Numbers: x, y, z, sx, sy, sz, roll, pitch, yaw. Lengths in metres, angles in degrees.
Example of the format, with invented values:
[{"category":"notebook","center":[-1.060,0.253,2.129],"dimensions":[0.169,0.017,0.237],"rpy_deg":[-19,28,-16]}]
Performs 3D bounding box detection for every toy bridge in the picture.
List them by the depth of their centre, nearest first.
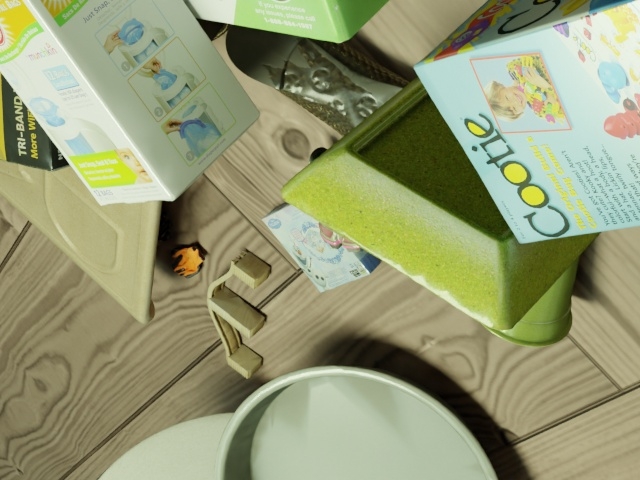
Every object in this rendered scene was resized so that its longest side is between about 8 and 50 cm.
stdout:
[{"category":"toy bridge","center":[-0.087,0.072,1.566],"dimensions":[0.063,0.026,0.188],"rpy_deg":[36,148,19]}]

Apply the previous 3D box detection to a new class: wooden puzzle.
[{"category":"wooden puzzle","center":[-0.260,-0.109,1.500],"dimensions":[0.322,0.080,0.348],"rpy_deg":[41,154,17]}]

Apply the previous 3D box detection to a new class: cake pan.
[{"category":"cake pan","center":[0.041,0.246,1.477],"dimensions":[0.293,0.054,0.293],"rpy_deg":[7,112,18]}]

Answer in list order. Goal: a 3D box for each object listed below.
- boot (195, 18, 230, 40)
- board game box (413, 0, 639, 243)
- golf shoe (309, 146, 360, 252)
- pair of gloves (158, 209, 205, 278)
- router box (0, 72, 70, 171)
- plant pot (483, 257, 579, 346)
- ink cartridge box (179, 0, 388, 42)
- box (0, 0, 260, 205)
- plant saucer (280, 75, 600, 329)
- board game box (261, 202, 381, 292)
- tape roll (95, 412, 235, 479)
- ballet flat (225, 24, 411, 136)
[{"category":"boot","center":[-0.149,-0.154,1.296],"dimensions":[0.082,0.106,0.219],"rpy_deg":[46,149,-4]},{"category":"board game box","center":[0.216,-0.107,0.890],"dimensions":[0.275,0.142,0.144],"rpy_deg":[-9,119,53]},{"category":"golf shoe","center":[0.059,-0.026,1.241],"dimensions":[0.186,0.067,0.086],"rpy_deg":[14,136,40]},{"category":"pair of gloves","center":[-0.154,0.002,1.578],"dimensions":[0.083,0.010,0.074],"rpy_deg":[50,150,-2]},{"category":"router box","center":[-0.292,-0.229,1.275],"dimensions":[0.243,0.081,0.308],"rpy_deg":[11,112,35]},{"category":"plant pot","center":[0.166,0.025,1.177],"dimensions":[0.083,0.083,0.079],"rpy_deg":[33,134,20]},{"category":"ink cartridge box","center":[-0.062,-0.286,1.031],"dimensions":[0.198,0.115,0.272],"rpy_deg":[17,140,39]},{"category":"box","center":[-0.159,-0.136,1.117],"dimensions":[0.114,0.103,0.203],"rpy_deg":[-2,129,54]},{"category":"plant saucer","center":[0.101,-0.048,1.055],"dimensions":[0.188,0.188,0.045],"rpy_deg":[32,139,20]},{"category":"board game box","center":[0.000,0.000,1.385],"dimensions":[0.090,0.020,0.090],"rpy_deg":[51,149,-10]},{"category":"tape roll","center":[-0.085,0.373,1.563],"dimensions":[0.392,0.392,0.072],"rpy_deg":[45,156,-1]},{"category":"ballet flat","center":[0.036,-0.105,1.196],"dimensions":[0.250,0.058,0.084],"rpy_deg":[34,112,8]}]
